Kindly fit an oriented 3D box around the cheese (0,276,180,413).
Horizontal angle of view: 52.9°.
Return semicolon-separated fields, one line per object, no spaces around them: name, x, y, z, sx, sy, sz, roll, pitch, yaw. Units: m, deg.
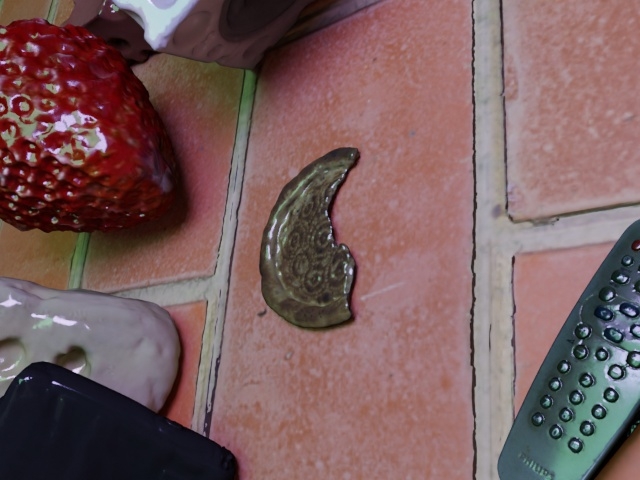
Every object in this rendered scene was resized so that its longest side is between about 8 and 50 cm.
cheese;-0.296;0.135;0.736;0.247;0.251;0.174;8;78;27

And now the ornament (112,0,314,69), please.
ornament;-0.121;-0.365;0.711;0.240;0.239;0.240;-43;86;19

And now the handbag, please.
handbag;-0.240;0.281;0.636;0.275;0.244;0.088;-63;2;-2

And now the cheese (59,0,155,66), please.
cheese;-0.295;-0.359;0.997;0.177;0.128;0.203;24;87;45

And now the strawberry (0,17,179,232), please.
strawberry;-0.322;-0.146;0.843;0.309;0.292;0.292;-5;66;12

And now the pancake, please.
pancake;0.000;0.000;0.663;0.184;0.020;0.190;-48;48;14

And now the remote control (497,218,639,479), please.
remote control;0.196;0.085;0.440;0.072;0.042;0.222;32;93;44
